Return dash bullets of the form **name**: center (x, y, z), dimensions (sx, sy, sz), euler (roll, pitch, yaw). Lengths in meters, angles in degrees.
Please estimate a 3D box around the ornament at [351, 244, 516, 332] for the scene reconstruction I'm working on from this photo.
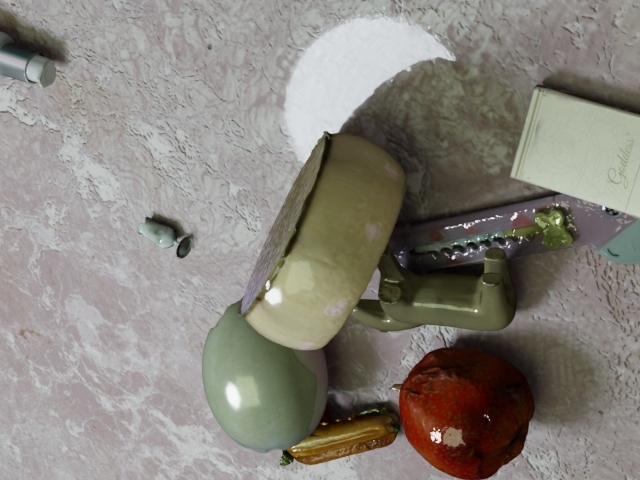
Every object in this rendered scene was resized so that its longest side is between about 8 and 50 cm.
- **ornament**: center (0.135, 0.075, 1.319), dimensions (0.230, 0.061, 0.245), euler (3, 155, 17)

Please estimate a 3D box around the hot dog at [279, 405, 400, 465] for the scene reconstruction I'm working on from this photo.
- **hot dog**: center (0.027, 0.292, 1.537), dimensions (0.188, 0.055, 0.072), euler (-15, 147, 10)

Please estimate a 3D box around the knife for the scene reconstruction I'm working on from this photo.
- **knife**: center (0.216, -0.004, 1.265), dimensions (0.398, 0.038, 0.132), euler (-11, 109, 38)

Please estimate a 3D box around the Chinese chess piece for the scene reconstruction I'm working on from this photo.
- **Chinese chess piece**: center (0.000, 0.000, 1.253), dimensions (0.112, 0.270, 0.270), euler (26, 133, -8)

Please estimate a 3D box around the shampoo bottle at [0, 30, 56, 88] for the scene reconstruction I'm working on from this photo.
- **shampoo bottle**: center (-0.472, -0.271, 1.521), dimensions (0.192, 0.074, 0.074), euler (18, 127, 21)

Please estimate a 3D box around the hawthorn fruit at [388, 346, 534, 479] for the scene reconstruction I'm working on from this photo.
- **hawthorn fruit**: center (0.189, 0.218, 1.349), dimensions (0.179, 0.173, 0.173), euler (-121, 33, -43)

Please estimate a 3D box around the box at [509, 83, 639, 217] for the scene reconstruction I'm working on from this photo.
- **box**: center (0.315, -0.093, 1.129), dimensions (0.198, 0.029, 0.109), euler (20, 112, 20)

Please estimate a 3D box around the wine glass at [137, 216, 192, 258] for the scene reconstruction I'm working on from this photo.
- **wine glass**: center (-0.237, -0.005, 1.567), dimensions (0.083, 0.042, 0.039), euler (25, 92, 22)

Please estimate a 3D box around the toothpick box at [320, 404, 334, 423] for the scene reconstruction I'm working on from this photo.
- **toothpick box**: center (-0.001, 0.283, 1.590), dimensions (0.047, 0.047, 0.083), euler (-5, 115, 36)

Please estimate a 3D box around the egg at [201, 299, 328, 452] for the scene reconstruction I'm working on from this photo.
- **egg**: center (-0.081, 0.183, 1.487), dimensions (0.183, 0.183, 0.217), euler (7, 118, 30)
